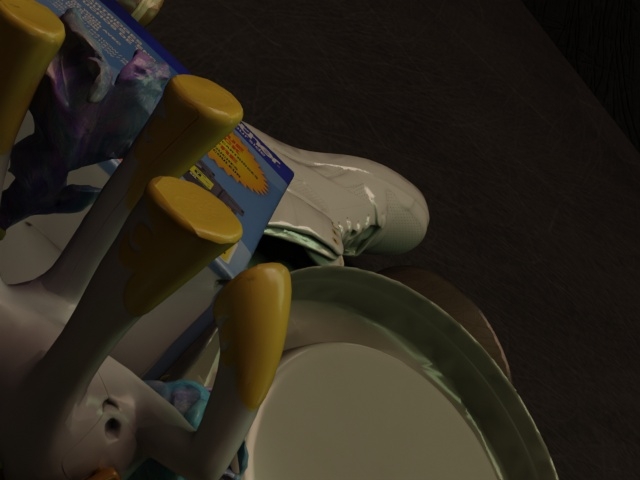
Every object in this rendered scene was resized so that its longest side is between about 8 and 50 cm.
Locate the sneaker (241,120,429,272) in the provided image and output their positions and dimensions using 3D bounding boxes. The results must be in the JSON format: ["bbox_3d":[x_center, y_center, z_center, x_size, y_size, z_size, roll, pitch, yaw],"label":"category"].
[{"bbox_3d":[0.000,0.000,1.750,0.292,0.108,0.169,16,37,-37],"label":"sneaker"}]

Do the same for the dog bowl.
[{"bbox_3d":[0.018,0.195,1.266,0.349,0.102,0.348,23,53,-34],"label":"dog bowl"}]

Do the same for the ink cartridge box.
[{"bbox_3d":[-0.173,-0.062,1.425,0.270,0.151,0.395,44,13,-7],"label":"ink cartridge box"}]

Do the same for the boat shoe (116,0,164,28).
[{"bbox_3d":[-0.197,-0.286,1.914,0.073,0.080,0.223,40,26,-30],"label":"boat shoe"}]

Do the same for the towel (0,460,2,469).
[{"bbox_3d":[-0.227,0.118,1.207,0.237,0.021,0.102,52,27,11],"label":"towel"}]

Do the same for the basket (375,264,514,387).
[{"bbox_3d":[0.027,0.113,1.523,0.227,0.154,0.204,3,54,-56],"label":"basket"}]

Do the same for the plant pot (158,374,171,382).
[{"bbox_3d":[-0.092,0.133,1.368,0.083,0.083,0.079,48,8,5],"label":"plant pot"}]

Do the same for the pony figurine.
[{"bbox_3d":[-0.172,0.063,1.029,0.303,0.363,0.351,5,31,-41],"label":"pony figurine"}]
